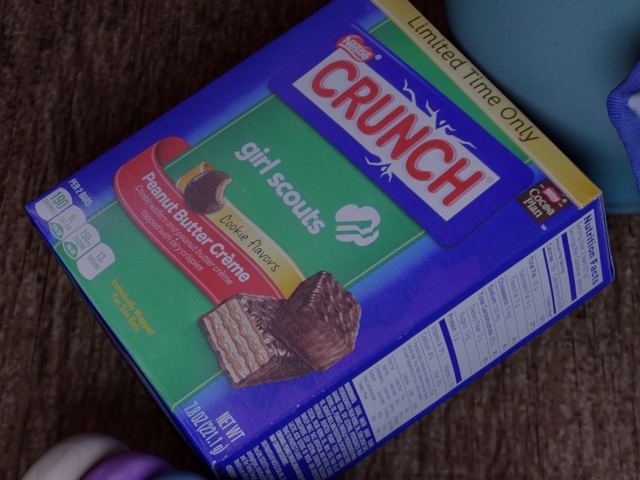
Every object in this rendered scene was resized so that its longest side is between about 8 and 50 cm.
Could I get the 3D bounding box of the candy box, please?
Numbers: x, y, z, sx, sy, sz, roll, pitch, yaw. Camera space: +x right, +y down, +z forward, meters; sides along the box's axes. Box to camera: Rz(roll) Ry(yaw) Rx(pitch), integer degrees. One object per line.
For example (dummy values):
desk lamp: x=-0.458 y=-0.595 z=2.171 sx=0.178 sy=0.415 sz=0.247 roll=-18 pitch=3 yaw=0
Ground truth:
candy box: x=0.000 y=0.000 z=1.104 sx=0.317 sy=0.122 sz=0.268 roll=-34 pitch=57 yaw=-11

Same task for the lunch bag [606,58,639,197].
lunch bag: x=0.428 y=-0.097 z=0.972 sx=0.328 sy=0.239 sz=0.385 roll=22 pitch=60 yaw=36

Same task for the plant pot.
plant pot: x=0.204 y=-0.198 z=1.122 sx=0.271 sy=0.255 sz=0.272 roll=-9 pitch=59 yaw=15

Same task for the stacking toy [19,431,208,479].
stacking toy: x=-0.025 y=0.211 z=0.921 sx=0.330 sy=0.141 sz=0.141 roll=10 pitch=55 yaw=26
